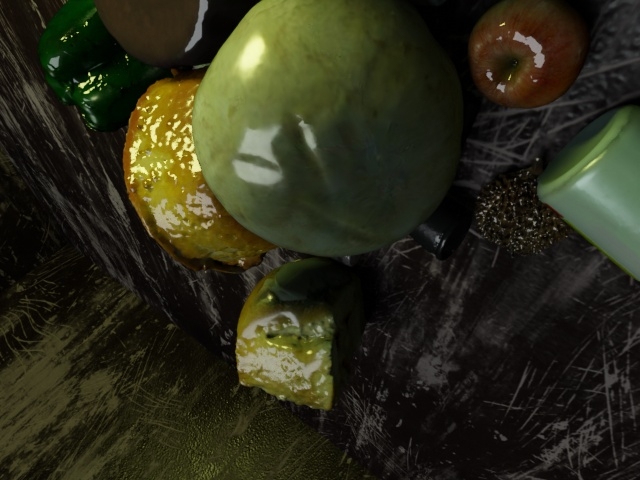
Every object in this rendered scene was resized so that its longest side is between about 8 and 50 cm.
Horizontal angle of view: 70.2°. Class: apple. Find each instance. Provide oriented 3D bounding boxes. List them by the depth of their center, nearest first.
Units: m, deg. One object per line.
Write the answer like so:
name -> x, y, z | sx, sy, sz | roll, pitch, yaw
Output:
apple -> 0.228, -0.209, 0.500 | 0.126, 0.102, 0.126 | 35, 153, 21

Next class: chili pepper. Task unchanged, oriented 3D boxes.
chili pepper -> -0.400, -0.347, 0.898 | 0.233, 0.256, 0.248 | 41, 158, -4

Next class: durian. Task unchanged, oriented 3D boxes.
durian -> 0.288, -0.038, 0.655 | 0.148, 0.091, 0.188 | 27, 144, 28

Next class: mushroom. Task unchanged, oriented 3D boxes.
mushroom -> 0.010, -0.136, 0.583 | 0.260, 0.352, 0.352 | -104, -1, -48

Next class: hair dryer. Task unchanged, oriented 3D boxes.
hair dryer -> 0.172, -0.117, 0.701 | 0.197, 0.089, 0.251 | 43, 138, 24

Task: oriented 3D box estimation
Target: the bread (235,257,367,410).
bread -> -0.019, 0.171, 1.090 | 0.239, 0.395, 0.264 | 9, 114, 17

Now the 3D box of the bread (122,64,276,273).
bread -> -0.155, -0.126, 0.801 | 0.204, 0.358, 0.337 | -12, 165, 40

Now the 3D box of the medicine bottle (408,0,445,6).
medicine bottle -> 0.035, -0.351, 0.565 | 0.258, 0.079, 0.124 | 24, 147, 27

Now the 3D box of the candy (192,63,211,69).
candy -> -0.207, -0.335, 0.896 | 0.103, 0.043, 0.103 | 29, 147, 21

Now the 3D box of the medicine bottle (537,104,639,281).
medicine bottle -> 0.376, -0.033, 0.512 | 0.225, 0.139, 0.139 | 40, 149, 3

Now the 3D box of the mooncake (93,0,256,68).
mooncake -> -0.214, -0.403, 0.672 | 0.283, 0.141, 0.283 | 15, 120, 28

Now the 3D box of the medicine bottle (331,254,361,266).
medicine bottle -> 0.000, 0.000, 1.064 | 0.199, 0.057, 0.057 | 23, 144, 30
